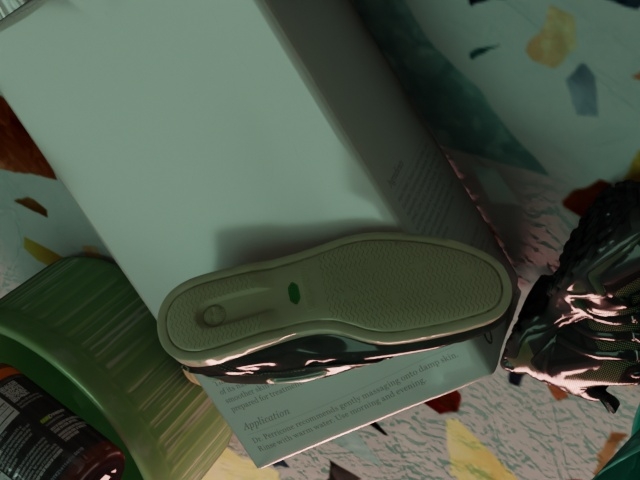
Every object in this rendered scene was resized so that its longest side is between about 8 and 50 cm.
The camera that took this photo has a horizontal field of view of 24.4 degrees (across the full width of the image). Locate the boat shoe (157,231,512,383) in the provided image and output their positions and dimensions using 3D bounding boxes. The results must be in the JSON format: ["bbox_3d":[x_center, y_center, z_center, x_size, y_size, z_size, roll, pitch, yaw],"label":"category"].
[{"bbox_3d":[0.013,0.051,0.988,0.233,0.084,0.079,-9,148,9],"label":"boat shoe"}]

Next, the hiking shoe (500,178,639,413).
[{"bbox_3d":[0.215,0.043,1.036,0.114,0.086,0.227,27,147,0],"label":"hiking shoe"}]

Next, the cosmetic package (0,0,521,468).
[{"bbox_3d":[-0.044,-0.052,1.073,0.217,0.156,0.385,-24,105,24],"label":"cosmetic package"}]

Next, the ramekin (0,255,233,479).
[{"bbox_3d":[-0.234,0.162,1.541,0.303,0.148,0.303,27,141,25],"label":"ramekin"}]

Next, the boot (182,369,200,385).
[{"bbox_3d":[-0.067,0.078,1.350,0.165,0.077,0.213,21,143,32],"label":"boot"}]

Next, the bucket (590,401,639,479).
[{"bbox_3d":[0.296,0.205,0.946,0.281,0.183,0.281,13,116,27],"label":"bucket"}]

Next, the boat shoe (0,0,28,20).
[{"bbox_3d":[-0.263,-0.227,1.274,0.063,0.066,0.184,-19,99,22],"label":"boat shoe"}]

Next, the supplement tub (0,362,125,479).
[{"bbox_3d":[-0.288,0.186,1.399,0.198,0.106,0.106,34,143,18],"label":"supplement tub"}]
